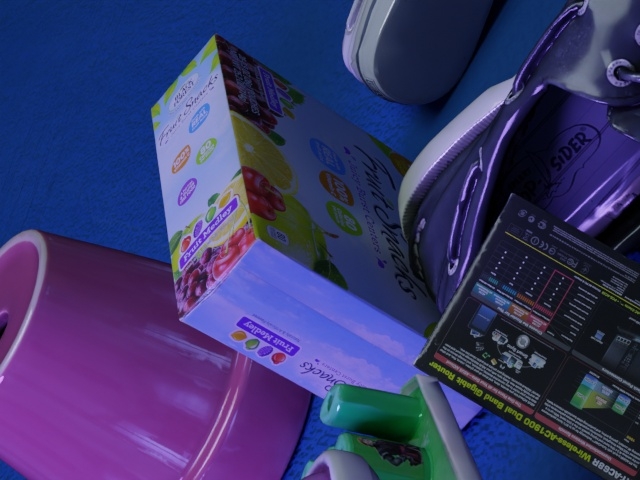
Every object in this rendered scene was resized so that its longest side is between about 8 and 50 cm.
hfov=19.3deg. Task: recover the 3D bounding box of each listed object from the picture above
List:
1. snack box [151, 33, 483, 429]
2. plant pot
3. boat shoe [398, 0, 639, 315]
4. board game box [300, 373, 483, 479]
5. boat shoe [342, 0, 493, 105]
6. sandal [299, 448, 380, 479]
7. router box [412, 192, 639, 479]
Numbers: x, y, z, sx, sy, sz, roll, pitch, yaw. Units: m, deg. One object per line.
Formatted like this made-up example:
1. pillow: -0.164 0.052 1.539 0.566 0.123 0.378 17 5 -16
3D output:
1. snack box: 0.000 0.000 1.034 0.070 0.174 0.207 -46 29 23
2. plant pot: -0.131 0.087 1.181 0.201 0.180 0.201 -42 32 34
3. boat shoe: 0.151 -0.063 0.881 0.340 0.127 0.113 -44 33 36
4. board game box: -0.002 0.301 0.724 0.390 0.050 0.389 -110 36 -64
5. boat shoe: 0.084 -0.212 1.176 0.258 0.095 0.084 -59 31 3
6. sandal: -0.074 0.260 0.726 0.169 0.102 0.416 -102 29 -59
7. router box: 0.117 0.048 0.847 0.092 0.122 0.038 -60 -12 2
